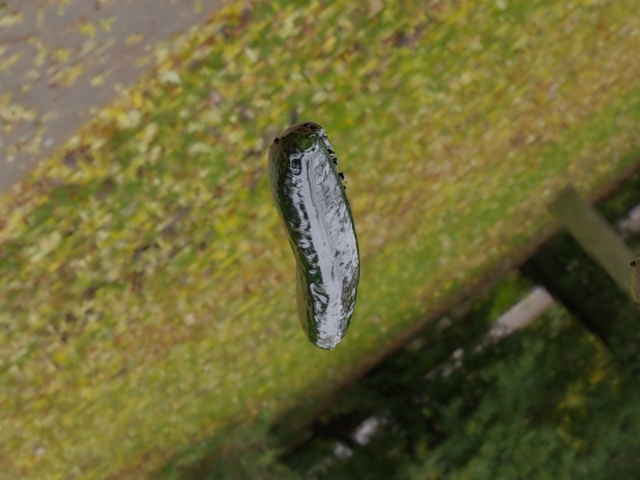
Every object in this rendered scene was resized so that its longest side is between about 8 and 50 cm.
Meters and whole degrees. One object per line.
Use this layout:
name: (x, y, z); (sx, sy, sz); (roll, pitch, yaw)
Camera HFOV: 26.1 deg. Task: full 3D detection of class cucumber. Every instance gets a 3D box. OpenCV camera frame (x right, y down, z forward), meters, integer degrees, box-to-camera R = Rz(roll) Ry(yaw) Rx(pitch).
cucumber: (0.000, 0.000, 0.605); (0.036, 0.033, 0.184); (-41, 152, -19)

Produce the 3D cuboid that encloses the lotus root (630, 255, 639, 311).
lotus root: (0.181, 0.035, 0.505); (0.120, 0.120, 0.209); (-41, 155, 20)
